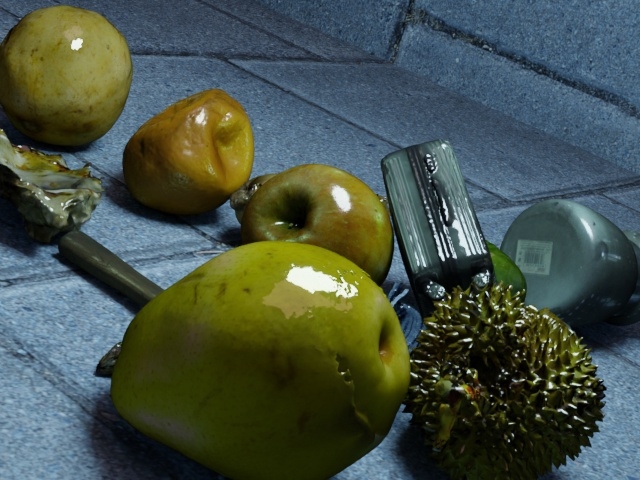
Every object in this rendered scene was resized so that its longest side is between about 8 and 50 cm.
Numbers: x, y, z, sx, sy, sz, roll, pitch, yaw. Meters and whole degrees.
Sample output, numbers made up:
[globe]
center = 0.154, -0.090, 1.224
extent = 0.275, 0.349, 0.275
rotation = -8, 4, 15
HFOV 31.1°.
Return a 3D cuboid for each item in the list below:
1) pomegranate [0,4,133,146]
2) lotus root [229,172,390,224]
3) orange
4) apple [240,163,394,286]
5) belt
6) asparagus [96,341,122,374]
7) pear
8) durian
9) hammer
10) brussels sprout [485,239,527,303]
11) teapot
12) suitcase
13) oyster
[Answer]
[pomegranate]
center = -0.463, -0.297, 2.092
extent = 0.261, 0.260, 0.260
rotation = 16, 20, -6
[lotus root]
center = -0.026, -0.045, 1.976
extent = 0.303, 0.130, 0.146
rotation = 2, 48, -35
[orange]
center = -0.226, -0.139, 1.985
extent = 0.183, 0.249, 0.249
rotation = 60, 8, -14
[apple]
center = 0.000, 0.000, 1.766
extent = 0.237, 0.236, 0.207
rotation = 30, -2, 30
[belt]
center = 0.079, 0.138, 1.575
extent = 0.122, 0.128, 0.218
rotation = 22, 20, 10
[asparagus]
center = -0.215, 0.122, 1.444
extent = 0.036, 0.030, 0.165
rotation = 34, 51, 27
[pear]
center = -0.068, 0.142, 1.296
extent = 0.285, 0.284, 0.336
rotation = -2, -10, -44
[durian]
center = 0.219, 0.189, 1.433
extent = 0.258, 0.258, 0.293
rotation = 17, 24, -2
[hammer]
center = -0.207, 0.096, 1.576
extent = 0.440, 0.044, 0.168
rotation = 30, 22, 33
[brussels sprout]
center = 0.260, 0.057, 1.942
extent = 0.183, 0.131, 0.145
rotation = 35, 20, 31
[teapot]
center = 0.456, 0.073, 2.062
extent = 0.285, 0.305, 0.223
rotation = 11, 56, -38
[suitcase]
center = 0.186, 0.007, 1.778
extent = 0.128, 0.202, 0.312
rotation = -16, 51, 4
[oyster]
center = -0.426, -0.082, 1.794
extent = 0.221, 0.096, 0.361
rotation = 9, 20, -39
